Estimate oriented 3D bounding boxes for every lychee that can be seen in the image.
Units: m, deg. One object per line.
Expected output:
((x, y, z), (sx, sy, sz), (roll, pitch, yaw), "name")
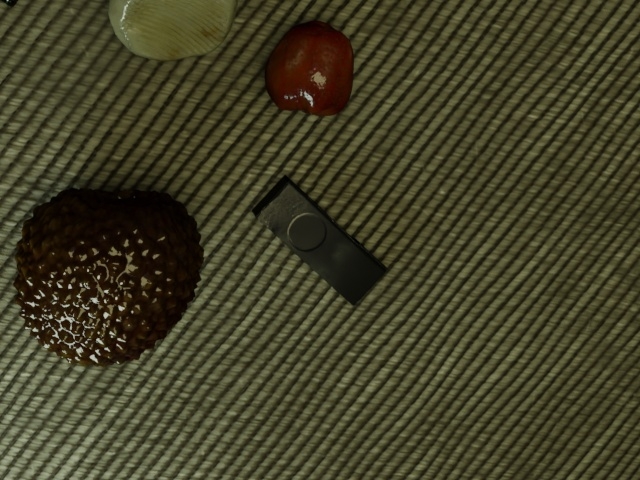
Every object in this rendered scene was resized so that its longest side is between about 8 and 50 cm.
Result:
((-0.299, 0.052, 1.854), (0.267, 0.267, 0.267), (-3, 106, -12), "lychee")

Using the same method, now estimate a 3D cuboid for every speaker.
((0.000, 0.000, 2.018), (0.082, 0.044, 0.218), (-46, 110, 3), "speaker")

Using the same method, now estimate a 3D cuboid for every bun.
((-0.208, -0.338, 1.844), (0.183, 0.102, 0.183), (-8, 142, -6), "bun")

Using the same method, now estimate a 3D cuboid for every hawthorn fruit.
((-0.013, -0.250, 1.898), (0.133, 0.133, 0.138), (11, 96, -15), "hawthorn fruit")

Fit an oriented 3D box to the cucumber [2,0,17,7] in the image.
((-0.445, -0.490, 1.751), (0.096, 0.096, 0.359), (-13, 107, -9), "cucumber")
